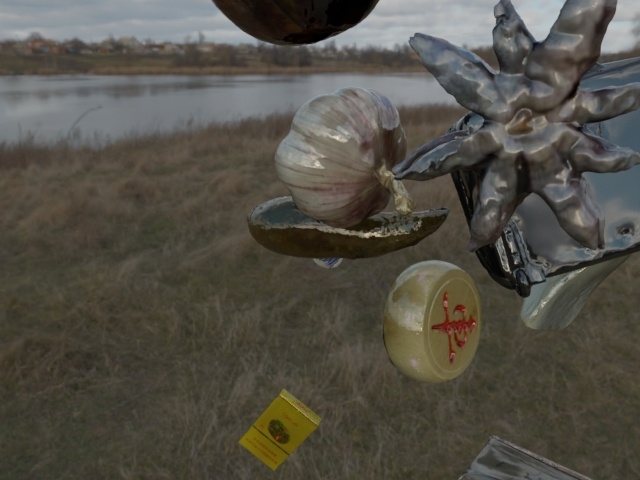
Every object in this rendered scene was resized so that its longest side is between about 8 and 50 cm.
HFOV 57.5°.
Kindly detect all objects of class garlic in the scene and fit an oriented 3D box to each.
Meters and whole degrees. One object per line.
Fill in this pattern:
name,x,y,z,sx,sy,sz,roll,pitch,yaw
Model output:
garlic,0.070,-0.113,0.944,0.245,0.244,0.253,-13,35,-34

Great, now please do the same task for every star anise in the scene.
star anise,0.164,-0.099,0.477,0.229,0.236,0.093,34,29,7

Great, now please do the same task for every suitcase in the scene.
suitcase,0.401,-0.110,0.950,0.346,0.339,0.188,-17,3,4

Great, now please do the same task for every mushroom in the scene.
mushroom,0.574,0.060,1.265,0.122,0.328,0.159,40,19,12

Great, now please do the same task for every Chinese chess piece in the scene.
Chinese chess piece,0.234,0.165,1.194,0.097,0.250,0.251,1,13,44

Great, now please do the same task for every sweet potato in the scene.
sweet potato,0.038,-0.025,1.165,0.423,0.130,0.130,1,16,19

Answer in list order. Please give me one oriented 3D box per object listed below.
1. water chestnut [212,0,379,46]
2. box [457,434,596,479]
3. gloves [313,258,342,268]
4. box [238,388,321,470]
water chestnut,0.007,-0.374,0.625,0.302,0.350,0.351,34,34,32
box,0.361,0.504,0.946,0.297,0.225,0.190,18,12,32
gloves,0.006,0.001,1.440,0.097,0.119,0.229,-7,-23,19
box,-0.074,0.337,1.033,0.087,0.155,0.023,40,29,4
